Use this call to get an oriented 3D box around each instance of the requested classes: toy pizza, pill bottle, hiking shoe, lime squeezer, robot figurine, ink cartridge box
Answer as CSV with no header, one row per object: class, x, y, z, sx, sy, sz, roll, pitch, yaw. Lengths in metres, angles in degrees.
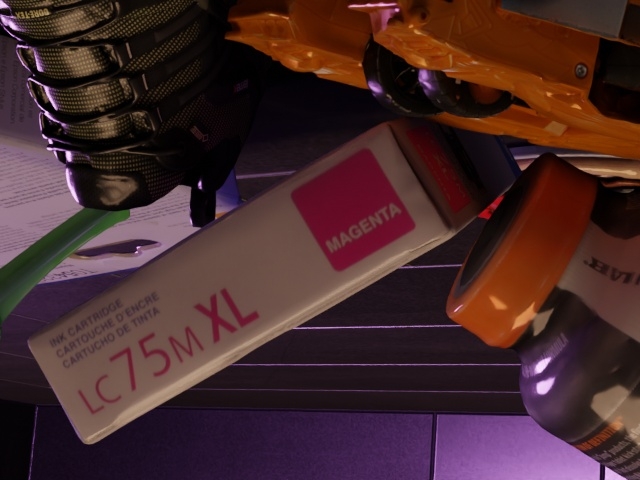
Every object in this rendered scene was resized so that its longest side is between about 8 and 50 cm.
toy pizza,0.174,-0.024,0.986,0.201,0.032,0.201,4,169,1
pill bottle,0.180,0.058,0.666,0.246,0.130,0.130,31,166,-3
hiking shoe,-0.081,-0.072,0.617,0.086,0.114,0.227,0,168,25
lime squeezer,-0.227,0.037,0.723,0.310,0.110,0.059,-17,139,-19
robot figurine,0.125,-0.072,0.571,0.291,0.085,0.211,10,-178,-27
ink cartridge box,0.000,0.000,0.745,0.186,0.065,0.311,-30,177,16
ink cartridge box,-0.222,-0.046,0.919,0.324,0.071,0.330,-10,163,44
